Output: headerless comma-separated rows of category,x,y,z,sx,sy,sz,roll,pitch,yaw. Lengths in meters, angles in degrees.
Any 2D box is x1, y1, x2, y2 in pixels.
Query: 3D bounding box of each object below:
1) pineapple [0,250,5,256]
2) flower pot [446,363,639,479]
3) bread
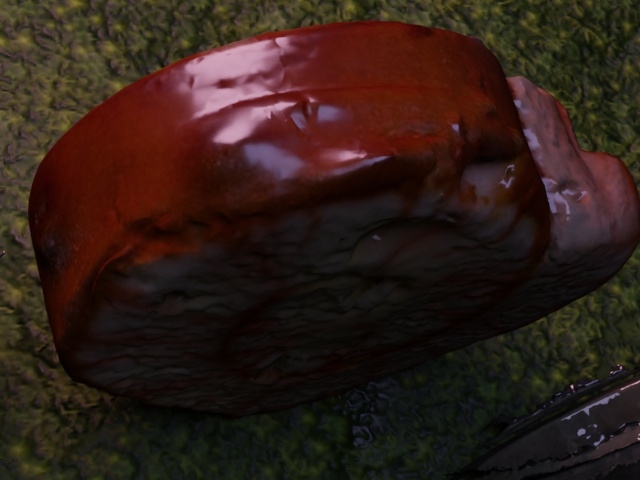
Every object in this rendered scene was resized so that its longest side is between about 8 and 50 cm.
pineapple,-0.249,0.037,0.890,0.161,0.137,0.176,15,54,37
flower pot,0.244,0.190,0.934,0.290,0.290,0.259,-22,85,-30
bread,-0.004,0.001,0.890,0.327,0.295,0.114,13,54,-53
